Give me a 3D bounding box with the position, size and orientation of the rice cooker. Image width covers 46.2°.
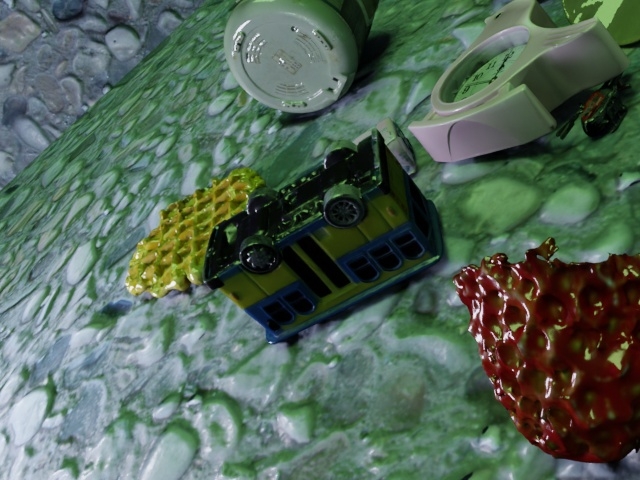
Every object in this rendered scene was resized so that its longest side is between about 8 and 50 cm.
[{"bbox_3d":[-0.035,-0.429,1.501,0.288,0.288,0.277,-18,38,35],"label":"rice cooker"}]

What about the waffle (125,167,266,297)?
[{"bbox_3d":[-0.241,-0.014,1.420,0.311,0.060,0.307,-7,44,41],"label":"waffle"}]

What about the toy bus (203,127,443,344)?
[{"bbox_3d":[0.000,0.000,1.011,0.287,0.175,0.138,-29,33,21],"label":"toy bus"}]

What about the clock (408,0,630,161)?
[{"bbox_3d":[0.291,-0.246,1.049,0.290,0.080,0.275,-4,46,57],"label":"clock"}]

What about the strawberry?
[{"bbox_3d":[0.233,0.102,0.664,0.234,0.234,0.178,-5,78,46],"label":"strawberry"}]

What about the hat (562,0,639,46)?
[{"bbox_3d":[0.480,-0.391,1.071,0.214,0.149,0.245,45,122,43],"label":"hat"}]

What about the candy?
[{"bbox_3d":[0.069,-0.111,1.174,0.160,0.073,0.092,-35,27,14],"label":"candy"}]

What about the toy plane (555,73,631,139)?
[{"bbox_3d":[0.363,-0.180,0.965,0.060,0.037,0.145,4,53,55],"label":"toy plane"}]
